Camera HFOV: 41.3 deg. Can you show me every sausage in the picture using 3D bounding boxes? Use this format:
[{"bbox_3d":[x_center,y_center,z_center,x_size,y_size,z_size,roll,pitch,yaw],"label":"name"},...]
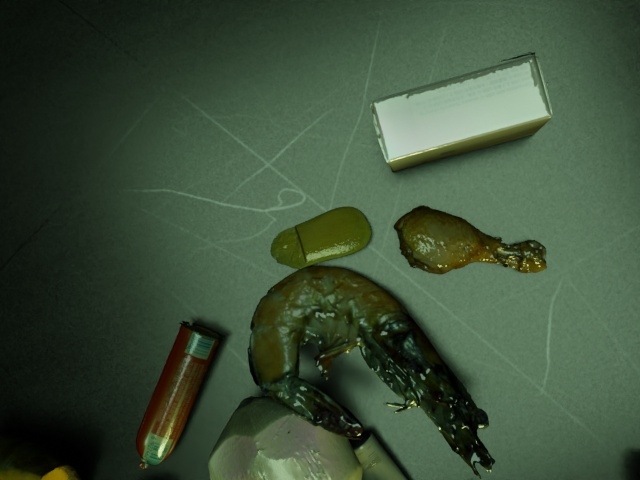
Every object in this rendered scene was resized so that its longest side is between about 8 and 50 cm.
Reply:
[{"bbox_3d":[-0.249,0.266,1.421,0.083,0.083,0.263,24,95,6],"label":"sausage"}]

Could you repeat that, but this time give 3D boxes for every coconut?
[{"bbox_3d":[-0.057,0.346,1.320,0.227,0.227,0.230,-27,83,6],"label":"coconut"}]

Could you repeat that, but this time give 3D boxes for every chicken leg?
[{"bbox_3d":[0.240,0.008,1.359,0.252,0.087,0.107,9,83,2],"label":"chicken leg"}]

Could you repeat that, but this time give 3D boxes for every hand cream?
[{"bbox_3d":[0.102,0.392,1.394,0.087,0.054,0.186,-32,94,15],"label":"hand cream"}]

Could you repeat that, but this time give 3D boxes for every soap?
[{"bbox_3d":[0.000,0.000,1.396,0.169,0.033,0.089,-23,60,-3],"label":"soap"}]

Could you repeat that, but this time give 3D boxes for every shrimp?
[{"bbox_3d":[0.072,0.206,1.281,0.272,0.085,0.445,-34,61,-30],"label":"shrimp"}]

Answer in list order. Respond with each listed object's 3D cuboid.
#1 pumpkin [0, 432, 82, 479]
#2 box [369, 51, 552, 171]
[{"bbox_3d":[-0.533,0.468,1.370,0.226,0.256,0.303,21,69,11],"label":"pumpkin"},{"bbox_3d":[0.211,-0.189,1.298,0.252,0.203,0.106,-14,90,7],"label":"box"}]
